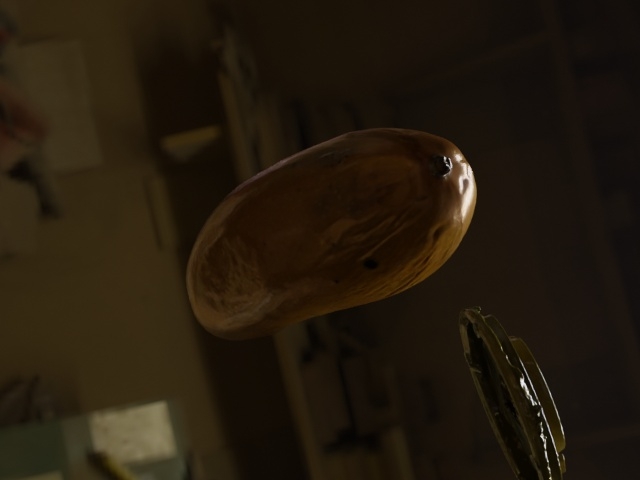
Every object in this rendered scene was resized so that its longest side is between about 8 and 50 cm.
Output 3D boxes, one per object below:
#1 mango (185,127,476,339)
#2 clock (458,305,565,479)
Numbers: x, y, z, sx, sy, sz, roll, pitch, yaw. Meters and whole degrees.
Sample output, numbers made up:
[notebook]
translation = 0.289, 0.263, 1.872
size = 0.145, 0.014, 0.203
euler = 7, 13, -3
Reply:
[mango]
translation = -0.004, 0.000, 1.659
size = 0.187, 0.359, 0.144
euler = 22, 53, -43
[clock]
translation = 0.216, 0.174, 1.924
size = 0.237, 0.057, 0.237
euler = 159, -90, -86
